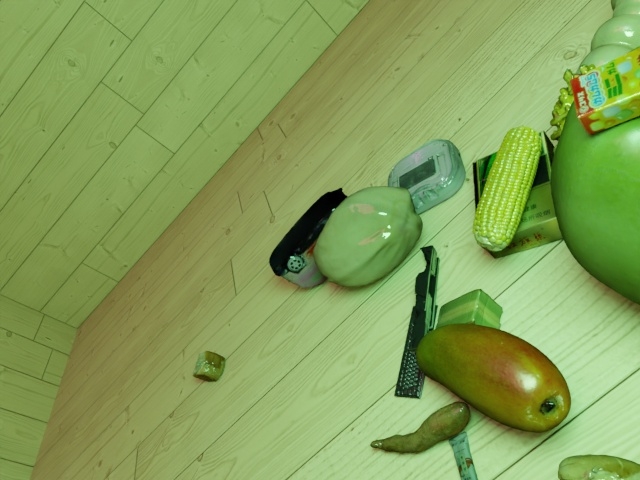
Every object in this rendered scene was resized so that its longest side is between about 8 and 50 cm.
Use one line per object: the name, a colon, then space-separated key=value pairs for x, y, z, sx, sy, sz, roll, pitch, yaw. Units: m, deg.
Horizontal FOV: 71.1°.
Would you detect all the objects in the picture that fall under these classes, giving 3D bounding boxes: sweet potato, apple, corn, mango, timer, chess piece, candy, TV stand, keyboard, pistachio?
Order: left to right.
pistachio: x=0.100 y=-0.003 z=1.088 sx=0.332 sy=0.208 sz=0.226 roll=-47 pitch=22 yaw=34
keyboard: x=0.195 y=0.221 z=0.911 sx=0.064 sy=0.010 sz=0.197 roll=-13 pitch=48 yaw=44
sweet potato: x=0.176 y=0.338 z=0.781 sx=0.214 sy=0.050 sz=0.050 roll=-41 pitch=32 yaw=30
timer: x=0.267 y=-0.164 z=1.162 sx=0.209 sy=0.069 sz=0.190 roll=-30 pitch=40 yaw=30
TV stand: x=0.218 y=0.119 z=0.939 sx=0.036 sy=0.042 sz=0.249 roll=-16 pitch=42 yaw=35
mango: x=0.256 y=0.203 z=0.715 sx=0.129 sy=0.146 sz=0.289 roll=-56 pitch=29 yaw=-15
corn: x=0.349 y=-0.097 z=0.836 sx=0.081 sy=0.081 sz=0.248 roll=0 pitch=60 yaw=53
chess piece: x=0.610 y=-0.399 z=0.869 sx=0.299 sy=0.167 sz=0.167 roll=-60 pitch=31 yaw=-3
candy: x=0.334 y=-0.166 z=0.465 sx=0.122 sy=0.038 sz=0.062 roll=-20 pitch=52 yaw=42
apple: x=0.470 y=-0.080 z=0.561 sx=0.357 sy=0.357 sz=0.357 roll=-34 pitch=35 yaw=28

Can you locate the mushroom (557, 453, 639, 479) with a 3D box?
mushroom: x=0.352 y=0.393 z=0.446 sx=0.123 sy=0.095 sz=0.351 roll=-21 pitch=41 yaw=15

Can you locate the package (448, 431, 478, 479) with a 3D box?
package: x=0.232 y=0.361 z=0.710 sx=0.037 sy=0.015 sz=0.110 roll=-42 pitch=30 yaw=27

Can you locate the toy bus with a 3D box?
toy bus: x=0.000 y=0.000 z=1.267 sx=0.302 sy=0.147 sz=0.127 roll=-50 pitch=26 yaw=8

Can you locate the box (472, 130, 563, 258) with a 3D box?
box: x=0.400 y=-0.094 z=0.906 sx=0.159 sy=0.071 sz=0.239 roll=-26 pitch=39 yaw=40

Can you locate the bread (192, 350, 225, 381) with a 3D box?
bread: x=-0.349 y=0.394 z=1.401 sx=0.077 sy=0.070 sz=0.083 roll=-26 pitch=42 yaw=39

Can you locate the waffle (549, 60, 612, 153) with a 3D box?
waffle: x=0.518 y=-0.218 z=0.806 sx=0.193 sy=0.070 sz=0.196 roll=11 pitch=111 yaw=45

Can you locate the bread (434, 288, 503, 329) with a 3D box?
bread: x=0.256 y=0.138 z=0.844 sx=0.139 sy=0.084 sz=0.073 roll=-7 pitch=54 yaw=51
